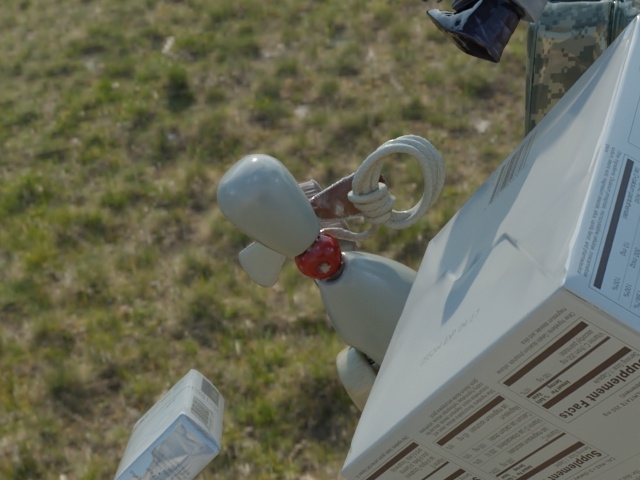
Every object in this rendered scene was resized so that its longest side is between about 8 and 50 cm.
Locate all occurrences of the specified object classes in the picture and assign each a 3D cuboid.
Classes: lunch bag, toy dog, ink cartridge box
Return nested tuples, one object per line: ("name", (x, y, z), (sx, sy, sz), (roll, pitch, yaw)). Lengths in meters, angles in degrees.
("lunch bag", (0.373, -0.209, 1.325), (0.256, 0.212, 0.305), (1, 24, 12))
("toy dog", (0.031, 0.019, 1.140), (0.220, 0.333, 0.161), (-19, 33, 2))
("ink cartridge box", (-0.315, 0.387, 1.777), (0.385, 0.091, 0.308), (-43, 7, 1))

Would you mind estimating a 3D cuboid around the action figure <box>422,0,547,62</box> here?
("action figure", (0.168, -0.263, 0.763), (0.285, 0.185, 0.099), (-44, 38, 5))

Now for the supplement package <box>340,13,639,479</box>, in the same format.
("supplement package", (0.153, 0.044, 0.660), (0.145, 0.262, 0.204), (30, 53, -6))

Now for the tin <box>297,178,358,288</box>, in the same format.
("tin", (0.000, 0.000, 1.416), (0.040, 0.106, 0.189), (-17, 40, -15))
